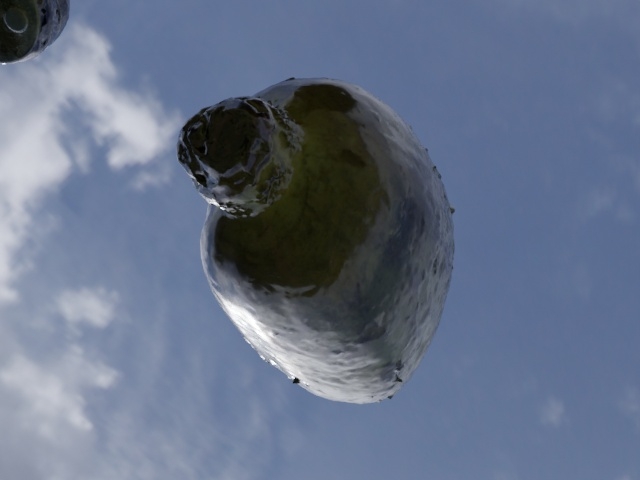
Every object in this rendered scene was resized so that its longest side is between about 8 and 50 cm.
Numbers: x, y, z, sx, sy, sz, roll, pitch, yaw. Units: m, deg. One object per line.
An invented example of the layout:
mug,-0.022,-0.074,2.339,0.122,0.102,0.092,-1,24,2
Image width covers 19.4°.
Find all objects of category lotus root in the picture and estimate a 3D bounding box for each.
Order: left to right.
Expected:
lotus root,0.000,0.000,1.132,0.173,0.309,0.173,-4,-110,11

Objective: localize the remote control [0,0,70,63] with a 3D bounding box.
remote control,-0.280,-0.180,1.188,0.265,0.066,0.090,18,-62,14
